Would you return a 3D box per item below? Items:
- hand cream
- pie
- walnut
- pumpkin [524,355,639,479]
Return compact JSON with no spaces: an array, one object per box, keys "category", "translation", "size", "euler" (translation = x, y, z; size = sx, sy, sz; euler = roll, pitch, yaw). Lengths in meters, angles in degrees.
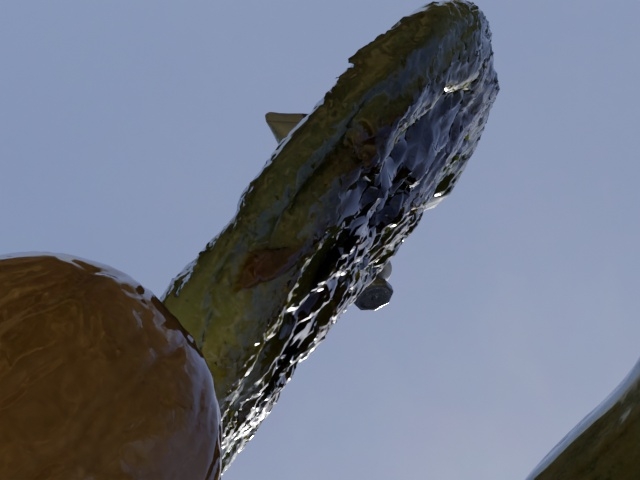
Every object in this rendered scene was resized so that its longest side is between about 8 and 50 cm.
[{"category":"hand cream","translation":[0.012,-0.028,1.434],"size":[0.067,0.042,0.194],"euler":[-3,-133,-21]},{"category":"pie","translation":[0.000,0.000,1.008],"size":[0.070,0.323,0.323],"euler":[38,-128,7]},{"category":"walnut","translation":[-0.137,0.104,0.709],"size":[0.193,0.193,0.225],"euler":[15,-137,41]},{"category":"pumpkin","translation":[0.252,0.262,1.303],"size":[0.199,0.332,0.332],"euler":[-37,-149,7]}]
